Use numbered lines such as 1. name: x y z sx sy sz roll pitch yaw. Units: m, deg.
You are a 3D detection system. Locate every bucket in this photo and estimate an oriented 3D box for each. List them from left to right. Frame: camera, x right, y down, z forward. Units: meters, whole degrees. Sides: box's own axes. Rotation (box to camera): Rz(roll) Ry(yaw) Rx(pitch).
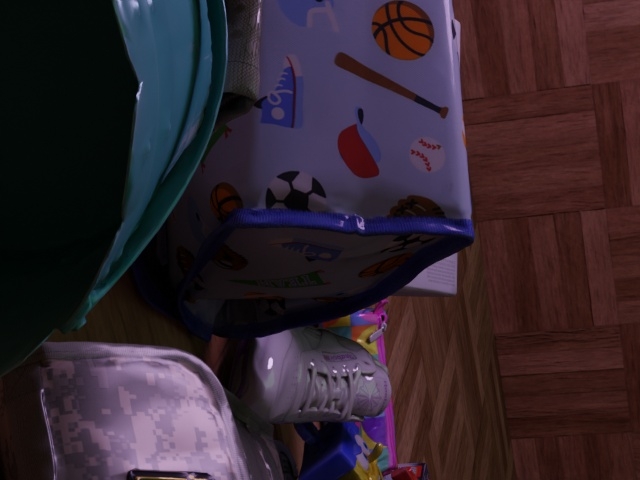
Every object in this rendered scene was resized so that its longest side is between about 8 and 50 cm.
1. bucket: -0.184 -0.084 0.591 0.183 0.281 0.281 -60 142 -72

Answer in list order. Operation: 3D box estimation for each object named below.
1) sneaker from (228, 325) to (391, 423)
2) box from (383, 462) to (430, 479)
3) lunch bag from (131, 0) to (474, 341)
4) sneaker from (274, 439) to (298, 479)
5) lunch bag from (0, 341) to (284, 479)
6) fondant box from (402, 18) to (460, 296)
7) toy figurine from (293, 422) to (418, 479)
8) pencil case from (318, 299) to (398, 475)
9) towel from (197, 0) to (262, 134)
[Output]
1. sneaker: -0.003 0.141 1.370 0.305 0.152 0.114 -5 111 -75
2. box: 0.078 0.377 1.688 0.207 0.114 0.036 -72 152 -58
3. lunch bag: -0.043 -0.100 1.136 0.385 0.239 0.328 137 -45 -67
4. sneaker: -0.104 0.292 1.063 0.100 0.108 0.271 41 61 -51
5. lunch bag: -0.112 0.213 0.862 0.287 0.169 0.235 54 18 -60
6. fondant box: 0.073 -0.107 1.399 0.238 0.096 0.330 13 79 -65
7. toy figurine: 0.012 0.304 1.420 0.217 0.191 0.362 58 14 -12
8. pencil case: 0.049 0.199 1.678 0.104 0.104 0.236 5 81 -75
9. towel: -0.139 -0.184 0.814 0.056 0.312 0.324 13 67 -37
